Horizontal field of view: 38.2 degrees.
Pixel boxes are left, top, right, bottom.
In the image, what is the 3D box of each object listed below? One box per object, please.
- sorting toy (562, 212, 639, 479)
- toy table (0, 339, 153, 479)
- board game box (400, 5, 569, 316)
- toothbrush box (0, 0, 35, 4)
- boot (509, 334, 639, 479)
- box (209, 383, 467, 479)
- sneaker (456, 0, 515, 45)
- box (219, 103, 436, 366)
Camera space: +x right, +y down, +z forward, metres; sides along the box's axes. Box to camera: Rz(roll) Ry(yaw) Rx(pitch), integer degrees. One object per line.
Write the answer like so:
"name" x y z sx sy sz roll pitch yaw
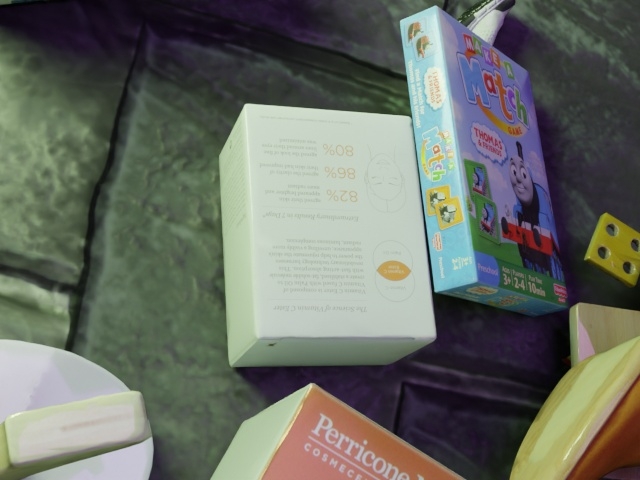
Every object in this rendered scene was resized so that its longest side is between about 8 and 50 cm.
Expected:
"sorting toy" 0.253 0.118 0.739 0.132 0.046 0.275 9 71 -15
"toy table" -0.227 0.130 0.518 0.274 0.161 0.252 -21 80 -22
"board game box" 0.129 -0.055 0.717 0.160 0.039 0.212 15 63 -51
"toothbrush box" -0.199 -0.345 0.703 0.216 0.126 0.296 -13 77 -21
"boot" 0.283 0.145 0.658 0.211 0.104 0.295 46 61 1
"box" -0.020 0.292 0.525 0.215 0.168 0.345 32 65 -5
"sneaker" 0.137 -0.178 0.810 0.109 0.040 0.044 -45 106 -22
"box" 0.000 0.000 0.671 0.130 0.091 0.171 2 71 -18
